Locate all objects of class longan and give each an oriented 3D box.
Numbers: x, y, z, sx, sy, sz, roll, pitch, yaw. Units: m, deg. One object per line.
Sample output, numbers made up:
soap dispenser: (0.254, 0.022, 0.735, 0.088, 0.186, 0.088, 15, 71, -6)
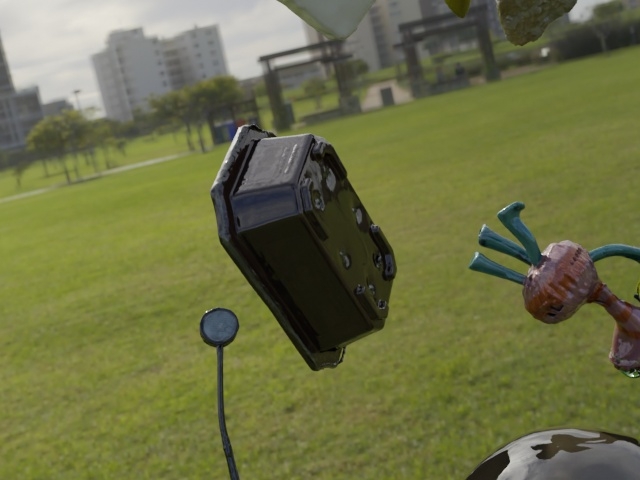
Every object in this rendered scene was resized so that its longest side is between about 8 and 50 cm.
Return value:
longan: (0.174, 0.233, 0.705, 0.220, 0.196, 0.196, -50, 19, -12)

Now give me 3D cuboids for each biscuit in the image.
biscuit: (0.279, -0.326, 1.067, 0.250, 0.133, 0.032, -36, 36, 20)

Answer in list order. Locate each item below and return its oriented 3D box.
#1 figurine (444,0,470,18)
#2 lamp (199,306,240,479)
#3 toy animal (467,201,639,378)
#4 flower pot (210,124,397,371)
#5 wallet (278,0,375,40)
figurine: (0.143, -0.396, 1.178, 0.327, 0.169, 0.218, 20, -2, -34)
lamp: (-0.162, 0.307, 1.667, 0.130, 0.371, 0.108, -14, -19, -9)
toy animal: (0.231, 0.038, 0.843, 0.208, 0.103, 0.100, 30, 0, -3)
flower pot: (0.000, 0.000, 0.992, 0.084, 0.250, 0.178, -17, 34, 26)
wallet: (0.017, -0.224, 0.593, 0.182, 0.124, 0.032, -58, 25, -4)
